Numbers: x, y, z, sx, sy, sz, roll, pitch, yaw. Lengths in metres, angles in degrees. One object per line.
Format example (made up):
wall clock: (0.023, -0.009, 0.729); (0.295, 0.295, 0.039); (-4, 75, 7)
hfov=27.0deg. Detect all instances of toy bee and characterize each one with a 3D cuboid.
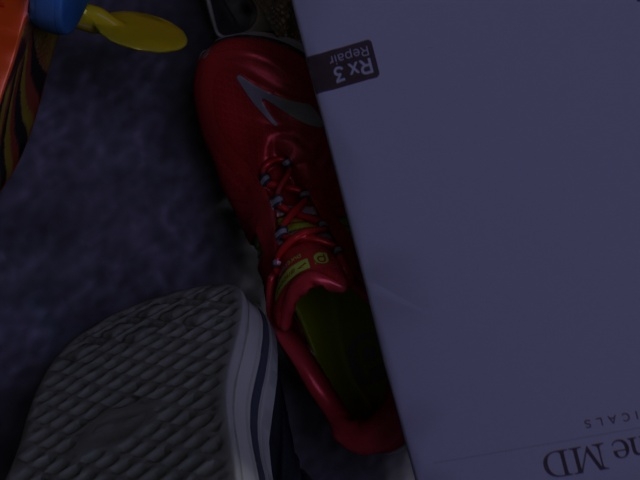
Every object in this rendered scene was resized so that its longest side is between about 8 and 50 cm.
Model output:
toy bee: (-0.158, -0.167, 0.767); (0.195, 0.162, 0.298); (37, 98, -1)

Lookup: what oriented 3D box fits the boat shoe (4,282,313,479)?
boat shoe: (-0.085, 0.181, 0.602); (0.186, 0.500, 0.156); (-15, 109, 9)

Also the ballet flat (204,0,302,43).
ballet flat: (-0.030, -0.136, 0.874); (0.067, 0.073, 0.206); (-30, 94, -1)

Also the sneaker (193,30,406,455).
sneaker: (0.000, 0.000, 0.809); (0.107, 0.118, 0.279); (-24, 93, 15)

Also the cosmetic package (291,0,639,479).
cosmetic package: (0.127, -0.055, 0.760); (0.156, 0.217, 0.385); (-16, 90, -70)
